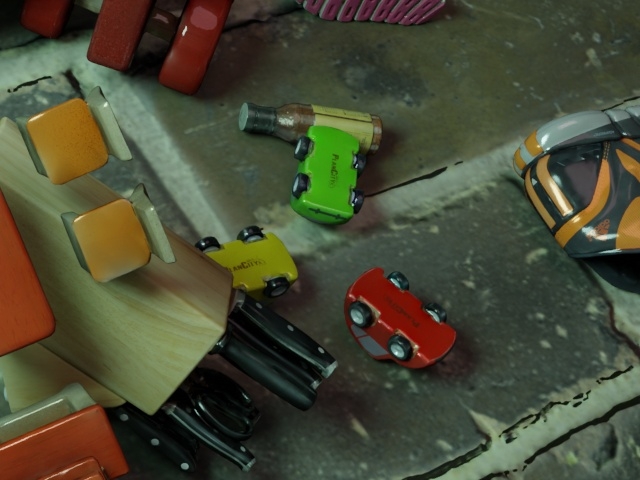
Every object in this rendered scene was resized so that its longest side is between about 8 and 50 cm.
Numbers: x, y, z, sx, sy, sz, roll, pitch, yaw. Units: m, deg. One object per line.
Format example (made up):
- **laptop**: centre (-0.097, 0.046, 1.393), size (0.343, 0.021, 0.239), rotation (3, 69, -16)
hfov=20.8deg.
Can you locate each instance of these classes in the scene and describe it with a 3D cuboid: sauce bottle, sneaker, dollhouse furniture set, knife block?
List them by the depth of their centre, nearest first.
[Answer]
- **dollhouse furniture set**: centre (-0.215, 0.055, 1.132), size (0.262, 0.135, 0.259), rotation (-23, 105, -7)
- **knife block**: centre (-0.116, 0.042, 1.276), size (0.242, 0.275, 0.088), rotation (-5, 27, 4)
- **sauce bottle**: centre (-0.009, -0.103, 1.565), size (0.128, 0.042, 0.042), rotation (9, 52, -17)
- **sneaker**: centre (0.346, -0.042, 1.639), size (0.321, 0.124, 0.180), rotation (-15, 66, -20)
- **sneaker**: centre (0.038, -0.257, 1.692), size (0.170, 0.063, 0.074), rotation (4, 54, -27)

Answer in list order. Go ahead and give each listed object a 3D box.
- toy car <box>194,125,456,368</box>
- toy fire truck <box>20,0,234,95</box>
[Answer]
- **toy car**: centre (0.000, 0.000, 1.483), size (0.239, 0.053, 0.225), rotation (16, 49, -13)
- **toy fire truck**: centre (-0.129, -0.294, 1.517), size (0.169, 0.254, 0.302), rotation (23, 49, -7)
